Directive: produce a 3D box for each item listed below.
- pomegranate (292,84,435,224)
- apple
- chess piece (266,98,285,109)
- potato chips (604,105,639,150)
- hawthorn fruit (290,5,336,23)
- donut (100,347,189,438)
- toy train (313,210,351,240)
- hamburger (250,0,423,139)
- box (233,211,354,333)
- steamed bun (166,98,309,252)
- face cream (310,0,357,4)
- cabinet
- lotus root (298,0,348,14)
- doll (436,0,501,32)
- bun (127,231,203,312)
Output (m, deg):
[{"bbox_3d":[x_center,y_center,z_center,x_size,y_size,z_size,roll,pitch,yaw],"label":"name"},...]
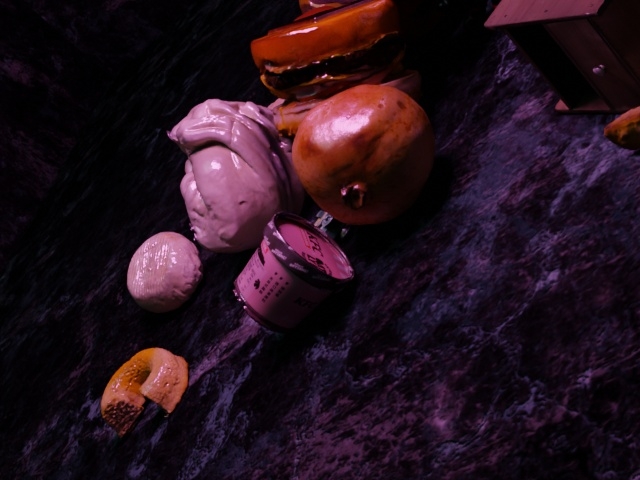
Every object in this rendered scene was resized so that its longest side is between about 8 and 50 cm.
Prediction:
[{"bbox_3d":[0.062,-0.126,1.355,0.215,0.215,0.215,-38,27,23],"label":"pomegranate"},{"bbox_3d":[0.151,-0.497,1.707,0.230,0.230,0.230,-38,27,23],"label":"apple"},{"bbox_3d":[-0.048,-0.240,1.835,0.301,0.137,0.137,-17,38,31],"label":"chess piece"},{"bbox_3d":[0.489,-0.204,0.954,0.407,0.057,0.080,-36,15,27],"label":"potato chips"},{"bbox_3d":[0.015,-0.401,1.870,0.202,0.185,0.185,-50,25,-10],"label":"hawthorn fruit"},{"bbox_3d":[-0.311,0.255,1.585,0.181,0.078,0.146,-30,34,32],"label":"donut"},{"bbox_3d":[0.000,0.000,1.476,0.122,0.050,0.081,-54,18,-8],"label":"toy train"},{"bbox_3d":[0.035,-0.282,1.545,0.291,0.225,0.291,-15,13,4],"label":"hamburger"},{"bbox_3d":[-0.048,0.054,1.365,0.135,0.151,0.151,-49,24,19],"label":"box"},{"bbox_3d":[-0.129,-0.133,1.648,0.206,0.275,0.319,-23,70,23],"label":"steamed bun"},{"bbox_3d":[0.092,-0.457,1.536,0.274,0.096,0.154,9,39,43],"label":"face cream"},{"bbox_3d":[0.352,-0.263,1.123,0.148,0.175,0.215,-54,26,-10],"label":"cabinet"},{"bbox_3d":[0.026,-0.576,2.071,0.180,0.199,0.188,-53,18,-21],"label":"lotus root"},{"bbox_3d":[0.278,-0.468,1.510,0.248,0.127,0.088,119,170,-47],"label":"doll"},{"bbox_3d":[-0.304,0.067,1.814,0.188,0.111,0.164,-22,53,40],"label":"bun"}]
